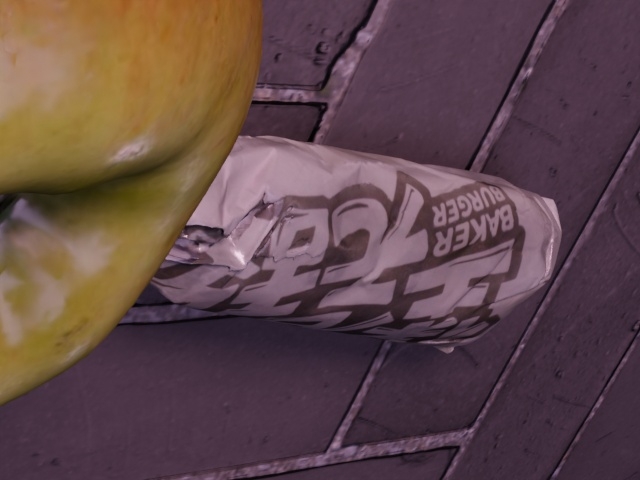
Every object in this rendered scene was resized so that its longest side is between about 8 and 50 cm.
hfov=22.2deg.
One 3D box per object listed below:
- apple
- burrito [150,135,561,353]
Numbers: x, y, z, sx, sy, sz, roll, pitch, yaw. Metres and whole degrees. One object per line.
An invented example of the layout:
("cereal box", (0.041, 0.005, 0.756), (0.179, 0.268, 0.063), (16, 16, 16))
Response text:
("apple", (-0.178, -0.088, 0.581), (0.339, 0.305, 0.338), (-23, 153, -13))
("burrito", (0.000, 0.000, 1.038), (0.445, 0.101, 0.139), (8, 132, -50))
